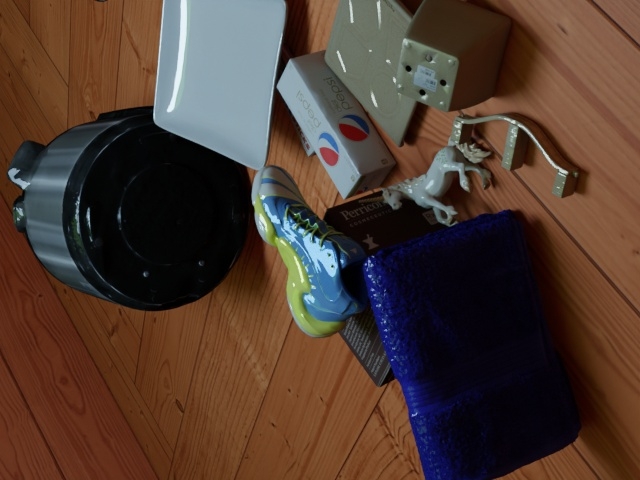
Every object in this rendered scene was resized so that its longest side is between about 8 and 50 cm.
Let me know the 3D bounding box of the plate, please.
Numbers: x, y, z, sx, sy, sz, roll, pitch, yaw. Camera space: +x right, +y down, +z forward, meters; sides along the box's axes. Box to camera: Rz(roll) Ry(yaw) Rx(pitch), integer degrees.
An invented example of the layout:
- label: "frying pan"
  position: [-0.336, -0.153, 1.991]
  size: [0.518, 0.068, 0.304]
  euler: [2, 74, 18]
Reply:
- label: "plate"
  position: [-0.159, -0.284, 1.572]
  size: [0.278, 0.045, 0.277]
  euler: [26, 117, 35]

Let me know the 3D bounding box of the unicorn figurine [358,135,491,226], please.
- label: "unicorn figurine"
  position: [0.149, -0.070, 1.264]
  size: [0.162, 0.060, 0.111]
  euler: [-49, 59, 8]

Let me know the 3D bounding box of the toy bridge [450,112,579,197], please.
- label: "toy bridge"
  position: [0.233, -0.115, 1.152]
  size: [0.188, 0.026, 0.063]
  euler: [35, 130, 41]

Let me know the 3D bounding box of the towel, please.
- label: "towel"
  position: [0.194, 0.132, 1.176]
  size: [0.076, 0.228, 0.308]
  euler: [-13, 96, 66]

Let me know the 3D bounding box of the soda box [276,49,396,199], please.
- label: "soda box"
  position: [0.021, -0.173, 1.435]
  size: [0.216, 0.069, 0.074]
  euler: [59, 150, 16]

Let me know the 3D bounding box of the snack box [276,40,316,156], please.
- label: "snack box"
  position: [-0.037, -0.226, 1.547]
  size: [0.178, 0.022, 0.064]
  euler: [64, 152, 8]

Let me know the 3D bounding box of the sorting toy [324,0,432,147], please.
- label: "sorting toy"
  position: [0.083, -0.258, 1.317]
  size: [0.193, 0.038, 0.208]
  euler: [53, 152, 27]

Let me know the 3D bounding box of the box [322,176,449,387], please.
- label: "box"
  position: [0.109, 0.056, 1.331]
  size: [0.203, 0.169, 0.167]
  euler: [53, 146, 26]

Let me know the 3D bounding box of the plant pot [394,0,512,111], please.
- label: "plant pot"
  position: [0.146, -0.212, 1.135]
  size: [0.109, 0.096, 0.109]
  euler: [27, 134, 21]

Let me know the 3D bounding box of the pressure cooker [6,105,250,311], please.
- label: "pressure cooker"
  position: [-0.383, -0.061, 1.878]
  size: [0.420, 0.376, 0.369]
  euler: [5, 116, 58]

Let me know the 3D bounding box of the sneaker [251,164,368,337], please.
- label: "sneaker"
  position: [0.000, 0.000, 1.246]
  size: [0.126, 0.091, 0.240]
  euler: [-25, 84, 40]
